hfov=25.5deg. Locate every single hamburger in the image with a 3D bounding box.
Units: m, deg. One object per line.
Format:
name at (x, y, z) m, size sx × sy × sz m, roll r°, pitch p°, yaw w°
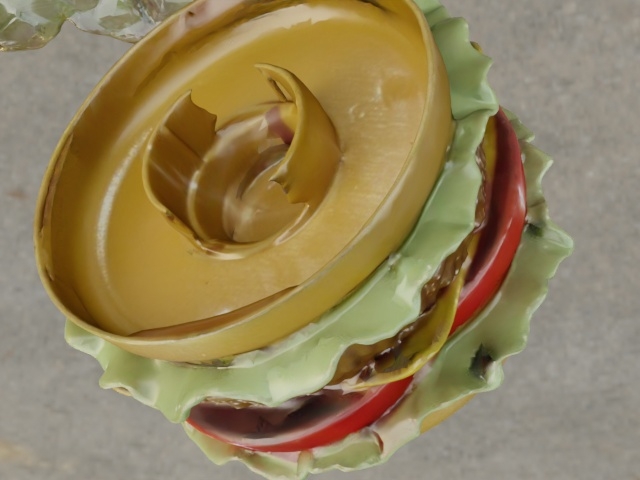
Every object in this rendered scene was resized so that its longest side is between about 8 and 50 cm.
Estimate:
hamburger at (0.000, 0.000, 0.793) m, size 0.274 × 0.274 × 0.212 m, roll -17°, pitch 142°, yaw 22°

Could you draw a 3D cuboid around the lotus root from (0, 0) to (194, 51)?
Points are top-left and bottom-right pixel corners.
lotus root at (-0.226, -0.308, 1.147) m, size 0.390 × 0.111 × 0.375 m, roll -8°, pitch 141°, yaw 11°
